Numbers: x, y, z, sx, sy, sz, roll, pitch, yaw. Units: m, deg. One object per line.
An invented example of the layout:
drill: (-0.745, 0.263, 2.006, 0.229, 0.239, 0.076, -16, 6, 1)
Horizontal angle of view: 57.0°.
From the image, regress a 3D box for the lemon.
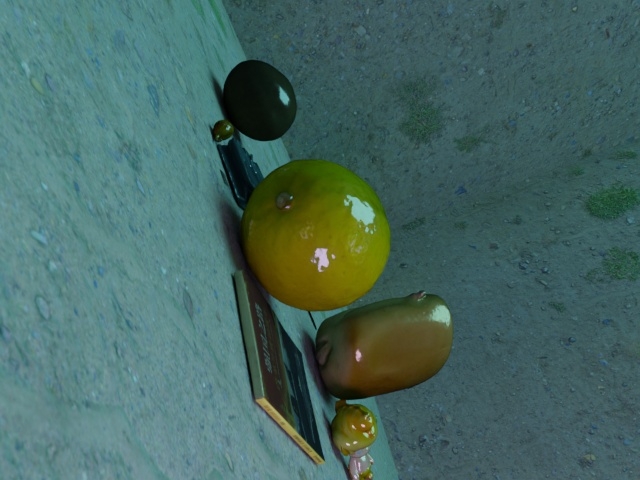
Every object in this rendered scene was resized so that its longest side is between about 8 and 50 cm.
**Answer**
lemon: (-0.012, -0.013, 1.274, 0.348, 0.347, 0.348, -20, 90, -86)

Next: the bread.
bread: (0.174, 0.315, 1.712, 0.348, 0.375, 0.253, 135, -55, -59)

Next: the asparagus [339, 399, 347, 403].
asparagus: (0.085, 0.550, 1.848, 0.036, 0.030, 0.165, -88, 161, -51)

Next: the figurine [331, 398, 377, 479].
figurine: (0.094, 0.525, 1.536, 0.156, 0.131, 0.247, -26, 116, -47)

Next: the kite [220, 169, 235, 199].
kite: (-0.215, -0.128, 1.357, 0.044, 0.002, 0.078, -83, 152, -82)

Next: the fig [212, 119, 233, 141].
fig: (-0.236, -0.257, 1.410, 0.083, 0.050, 0.050, -81, 154, -53)

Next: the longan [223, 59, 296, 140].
longan: (-0.185, -0.419, 1.771, 0.248, 0.248, 0.249, -20, 90, -86)

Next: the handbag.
handbag: (-0.187, -0.158, 1.502, 0.229, 0.062, 0.179, 46, 21, -80)

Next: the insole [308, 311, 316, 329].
insole: (-0.040, 0.229, 1.952, 0.053, 0.002, 0.153, -99, 168, -71)

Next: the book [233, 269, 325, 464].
book: (-0.075, 0.258, 1.151, 0.374, 0.028, 0.263, 66, 7, -51)
